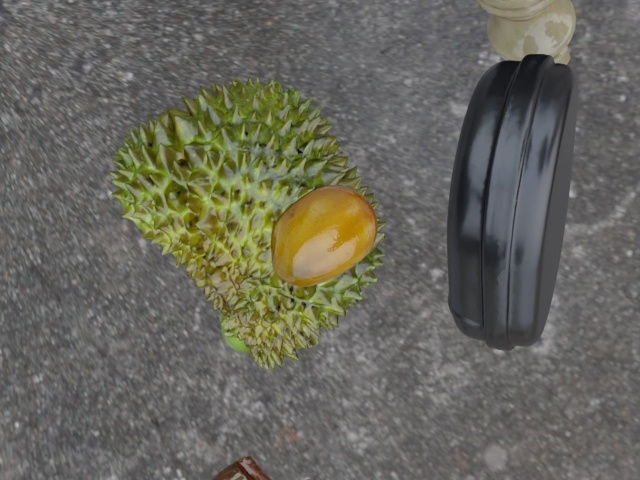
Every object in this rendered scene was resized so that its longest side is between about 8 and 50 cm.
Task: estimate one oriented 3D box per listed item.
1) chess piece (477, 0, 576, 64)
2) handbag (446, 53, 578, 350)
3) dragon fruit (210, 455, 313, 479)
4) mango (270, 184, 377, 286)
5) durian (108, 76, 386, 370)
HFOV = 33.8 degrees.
[{"bbox_3d":[0.206,-0.277,1.100,0.117,0.117,0.397,-49,154,-4],"label":"chess piece"},{"bbox_3d":[0.191,-0.037,1.040,0.093,0.254,0.308,9,138,16],"label":"handbag"},{"bbox_3d":[-0.013,0.338,0.855,0.315,0.250,0.250,33,90,19],"label":"dragon fruit"},{"bbox_3d":[0.000,0.000,0.564,0.060,0.089,0.046,-18,107,25],"label":"mango"},{"bbox_3d":[-0.049,-0.025,0.861,0.176,0.200,0.237,-35,82,0],"label":"durian"}]
